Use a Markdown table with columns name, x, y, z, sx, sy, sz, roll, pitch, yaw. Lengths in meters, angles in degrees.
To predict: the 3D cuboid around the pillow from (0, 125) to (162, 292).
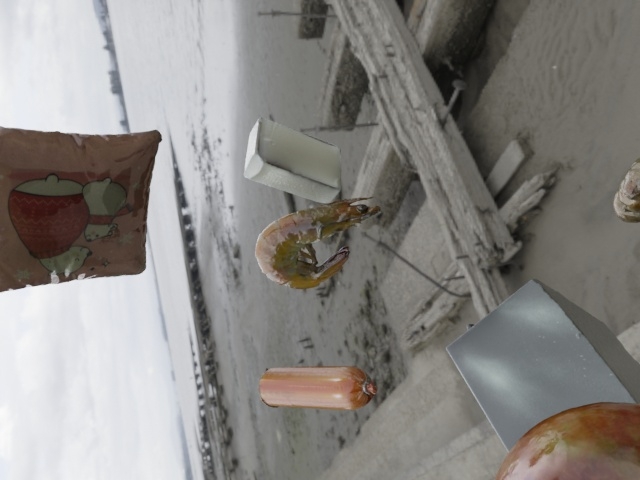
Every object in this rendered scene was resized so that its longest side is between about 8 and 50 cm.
| name | x | y | z | sx | sy | sz | roll | pitch | yaw |
| --- | --- | --- | --- | --- | --- | --- | --- | --- | --- |
| pillow | -0.319 | -0.040 | 0.688 | 0.084 | 0.236 | 0.223 | 40 | 123 | 43 |

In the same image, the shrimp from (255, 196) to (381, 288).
| name | x | y | z | sx | sy | sz | roll | pitch | yaw |
| --- | --- | --- | --- | --- | --- | --- | --- | --- | --- |
| shrimp | 0.000 | 0.000 | 1.014 | 0.150 | 0.248 | 0.068 | 58 | -171 | -20 |

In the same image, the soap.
| name | x | y | z | sx | sy | sz | roll | pitch | yaw |
| --- | --- | --- | --- | --- | --- | --- | --- | --- | --- |
| soap | -0.050 | -0.154 | 1.077 | 0.064 | 0.183 | 0.121 | -48 | 32 | 47 |

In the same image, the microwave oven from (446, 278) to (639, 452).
| name | x | y | z | sx | sy | sz | roll | pitch | yaw |
| --- | --- | --- | --- | --- | --- | --- | --- | --- | --- |
| microwave oven | 0.518 | 0.306 | 1.140 | 0.236 | 0.432 | 0.374 | -45 | 47 | 20 |

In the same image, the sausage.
| name | x | y | z | sx | sy | sz | roll | pitch | yaw |
| --- | --- | --- | --- | --- | --- | --- | --- | --- | --- |
| sausage | 0.000 | 0.104 | 0.392 | 0.107 | 0.031 | 0.031 | -16 | 84 | 45 |

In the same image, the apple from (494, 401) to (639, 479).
| name | x | y | z | sx | sy | sz | roll | pitch | yaw |
| --- | --- | --- | --- | --- | --- | --- | --- | --- | --- |
| apple | 0.315 | 0.310 | 0.575 | 0.301 | 0.301 | 0.301 | 170 | 90 | -73 |

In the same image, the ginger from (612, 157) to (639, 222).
| name | x | y | z | sx | sy | sz | roll | pitch | yaw |
| --- | --- | --- | --- | --- | --- | --- | --- | --- | --- |
| ginger | 0.602 | -0.094 | 1.036 | 0.080 | 0.104 | 0.204 | 55 | -174 | 25 |
